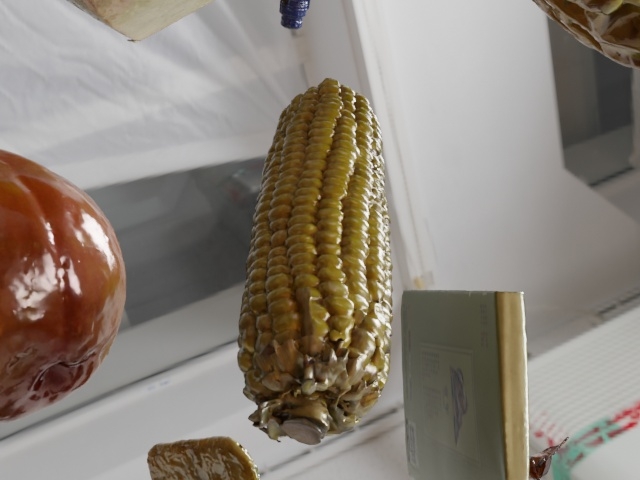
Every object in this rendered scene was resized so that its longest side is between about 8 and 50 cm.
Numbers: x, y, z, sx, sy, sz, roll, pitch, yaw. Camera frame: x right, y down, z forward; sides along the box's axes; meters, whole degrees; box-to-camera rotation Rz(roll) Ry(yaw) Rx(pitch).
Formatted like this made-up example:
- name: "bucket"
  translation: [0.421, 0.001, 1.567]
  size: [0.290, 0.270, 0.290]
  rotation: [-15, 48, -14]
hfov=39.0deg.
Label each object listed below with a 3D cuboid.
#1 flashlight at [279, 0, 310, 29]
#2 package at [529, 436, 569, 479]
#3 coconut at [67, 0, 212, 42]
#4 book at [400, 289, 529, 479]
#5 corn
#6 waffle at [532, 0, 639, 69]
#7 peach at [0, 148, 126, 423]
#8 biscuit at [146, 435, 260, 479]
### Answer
- name: "flashlight"
  translation: [-0.018, -0.263, 0.862]
  size: [0.036, 0.121, 0.057]
  rotation: [-6, -150, -24]
- name: "package"
  translation: [0.314, 0.327, 1.312]
  size: [0.077, 0.033, 0.111]
  rotation: [-21, 167, -38]
- name: "coconut"
  translation: [-0.230, -0.370, 1.103]
  size: [0.244, 0.239, 0.239]
  rotation: [-22, -160, 20]
- name: "book"
  translation: [0.142, 0.170, 0.949]
  size: [0.035, 0.239, 0.352]
  rotation: [0, 177, -9]
- name: "corn"
  translation: [0.000, 0.000, 0.654]
  size: [0.115, 0.115, 0.317]
  rotation: [-9, -133, 11]
- name: "waffle"
  translation: [0.170, -0.249, 0.741]
  size: [0.068, 0.325, 0.302]
  rotation: [-47, -163, 14]
- name: "peach"
  translation: [-0.397, 0.063, 1.096]
  size: [0.302, 0.342, 0.343]
  rotation: [35, -131, 29]
- name: "biscuit"
  translation: [-0.186, 0.362, 1.393]
  size: [0.247, 0.118, 0.029]
  rotation: [-17, 179, 40]
